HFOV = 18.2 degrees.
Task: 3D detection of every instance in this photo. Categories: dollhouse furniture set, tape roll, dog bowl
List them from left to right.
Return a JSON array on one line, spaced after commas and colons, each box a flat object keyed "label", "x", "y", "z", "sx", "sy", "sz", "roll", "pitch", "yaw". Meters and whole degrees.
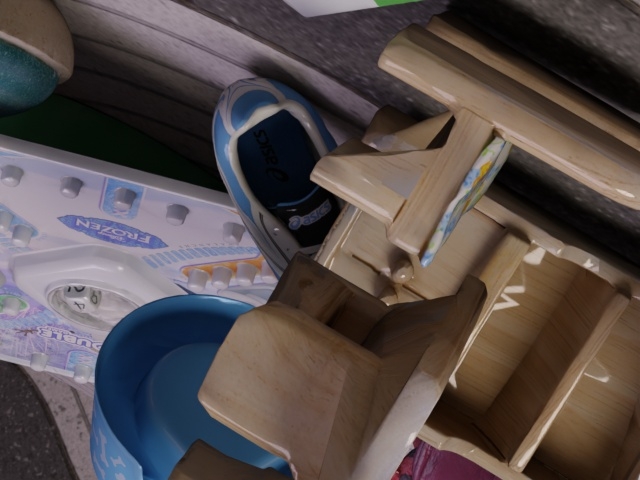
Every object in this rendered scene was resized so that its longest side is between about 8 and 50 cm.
[{"label": "tape roll", "x": -0.166, "y": -0.015, "z": 1.773, "sx": 0.321, "sy": 0.077, "sz": 0.321, "roll": 28, "pitch": 167, "yaw": 7}, {"label": "dog bowl", "x": -0.030, "y": 0.167, "z": 1.256, "sx": 0.297, "sy": 0.166, "sz": 0.074, "roll": 48, "pitch": 137, "yaw": 17}, {"label": "dollhouse furniture set", "x": 0.086, "y": 0.091, "z": 1.092, "sx": 0.256, "sy": 0.362, "sz": 0.394, "roll": 31, "pitch": -166, "yaw": 4}]

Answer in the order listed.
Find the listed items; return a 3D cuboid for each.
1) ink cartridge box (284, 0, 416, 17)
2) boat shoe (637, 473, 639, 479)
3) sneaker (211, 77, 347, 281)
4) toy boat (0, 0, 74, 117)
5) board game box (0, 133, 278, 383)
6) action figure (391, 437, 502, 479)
[{"label": "ink cartridge box", "x": -0.028, "y": -0.192, "z": 0.843, "sx": 0.208, "sy": 0.087, "sz": 0.153, "roll": 36, "pitch": 165, "yaw": -26}, {"label": "boat shoe", "x": 0.282, "y": 0.152, "z": 1.224, "sx": 0.105, "sy": 0.113, "sz": 0.306, "roll": 36, "pitch": -178, "yaw": 22}, {"label": "sneaker", "x": 0.000, "y": 0.000, "z": 1.329, "sx": 0.237, "sy": 0.085, "sz": 0.086, "roll": 59, "pitch": -176, "yaw": -16}, {"label": "toy boat", "x": -0.308, "y": -0.117, "z": 1.473, "sx": 0.267, "sy": 0.148, "sz": 0.318, "roll": 10, "pitch": 166, "yaw": 4}, {"label": "board game box", "x": -0.172, "y": 0.051, "z": 1.542, "sx": 0.390, "sy": 0.050, "sz": 0.390, "roll": 14, "pitch": 153, "yaw": -5}, {"label": "action figure", "x": 0.169, "y": 0.213, "z": 1.532, "sx": 0.370, "sy": 0.248, "sz": 0.276, "roll": 15, "pitch": 159, "yaw": 39}]
